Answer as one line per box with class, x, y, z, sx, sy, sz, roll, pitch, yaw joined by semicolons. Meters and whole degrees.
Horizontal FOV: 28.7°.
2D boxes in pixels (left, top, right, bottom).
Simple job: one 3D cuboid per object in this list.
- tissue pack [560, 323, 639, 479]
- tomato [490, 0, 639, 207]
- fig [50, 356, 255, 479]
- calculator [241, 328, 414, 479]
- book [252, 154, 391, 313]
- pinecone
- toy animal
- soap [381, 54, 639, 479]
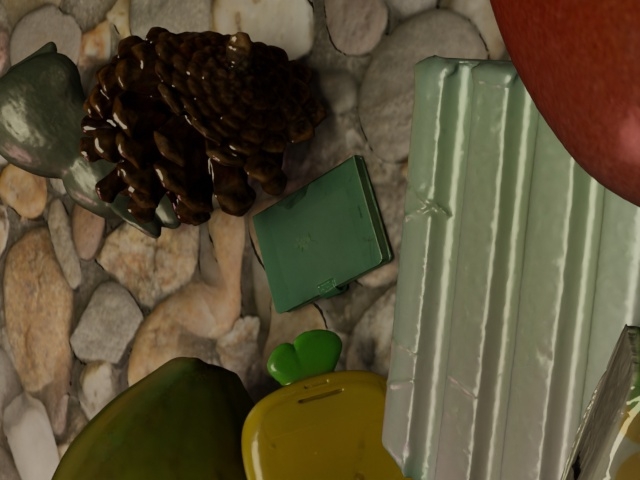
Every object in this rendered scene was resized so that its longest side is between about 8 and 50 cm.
tissue pack;0.256;0.171;0.704;0.229;0.145;0.159;20;107;5
tomato;0.251;-0.141;0.643;0.341;0.341;0.272;52;122;29
fig;-0.122;0.234;1.070;0.239;0.239;0.271;15;93;42
calculator;0.015;0.186;1.004;0.032;0.146;0.234;127;127;-73
book;0.000;0.000;1.091;0.135;0.017;0.103;-29;69;39
pinecone;-0.116;-0.099;1.091;0.212;0.186;0.168;-18;54;56
toy animal;-0.238;-0.077;1.254;0.236;0.138;0.108;55;157;11
soap;0.159;0.050;0.875;0.208;0.115;0.346;11;98;43
